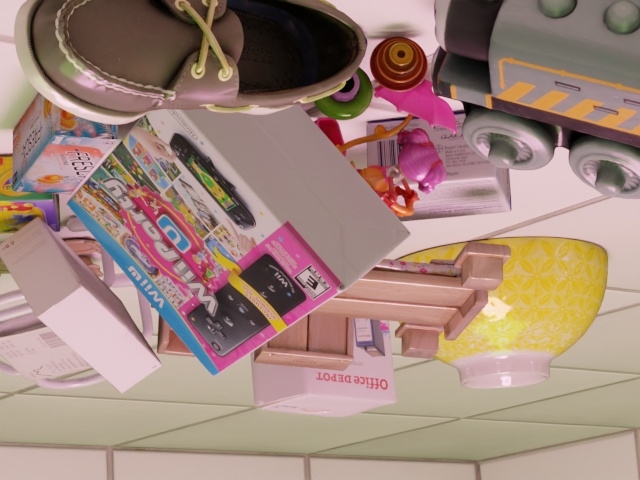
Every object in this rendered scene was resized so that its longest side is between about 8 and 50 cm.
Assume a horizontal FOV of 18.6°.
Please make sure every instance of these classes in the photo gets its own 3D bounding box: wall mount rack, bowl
[{"bbox_3d":[-0.362,0.080,2.238,0.304,0.130,0.350,-13,159,3],"label":"wall mount rack"},{"bbox_3d":[0.229,0.104,2.501,0.289,0.156,0.289,-3,167,-1],"label":"bowl"}]

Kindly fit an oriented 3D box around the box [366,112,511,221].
[{"bbox_3d":[0.118,-0.071,1.922,0.126,0.072,0.137,-5,166,11],"label":"box"}]

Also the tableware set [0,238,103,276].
[{"bbox_3d":[-0.329,0.024,2.307,0.169,0.020,0.141,-3,166,0],"label":"tableware set"}]

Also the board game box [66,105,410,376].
[{"bbox_3d":[-0.083,-0.020,1.741,0.097,0.224,0.303,-42,-178,-28],"label":"board game box"}]

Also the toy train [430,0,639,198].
[{"bbox_3d":[0.240,-0.122,1.492,0.334,0.142,0.190,17,154,17],"label":"toy train"}]

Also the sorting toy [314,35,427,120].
[{"bbox_3d":[0.040,-0.144,1.628,0.102,0.061,0.042,-25,168,-8],"label":"sorting toy"}]

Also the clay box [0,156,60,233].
[{"bbox_3d":[-0.375,-0.041,1.954,0.222,0.053,0.127,-3,166,-5],"label":"clay box"}]

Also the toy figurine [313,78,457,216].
[{"bbox_3d":[0.056,-0.072,1.767,0.159,0.173,0.130,-28,168,32],"label":"toy figurine"}]

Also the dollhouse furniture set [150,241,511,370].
[{"bbox_3d":[0.000,0.000,2.005,0.303,0.173,0.355,5,160,-11],"label":"dollhouse furniture set"}]

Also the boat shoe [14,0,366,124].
[{"bbox_3d":[-0.087,-0.143,1.402,0.091,0.109,0.305,-11,175,38],"label":"boat shoe"}]

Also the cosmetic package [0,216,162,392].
[{"bbox_3d":[-0.248,0.071,2.022,0.060,0.099,0.239,-37,152,-2],"label":"cosmetic package"}]

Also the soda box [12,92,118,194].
[{"bbox_3d":[-0.230,-0.094,1.752,0.058,0.063,0.183,3,165,-19],"label":"soda box"}]

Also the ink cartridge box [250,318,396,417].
[{"bbox_3d":[-0.002,0.090,2.254,0.154,0.212,0.093,10,160,-44],"label":"ink cartridge box"}]
